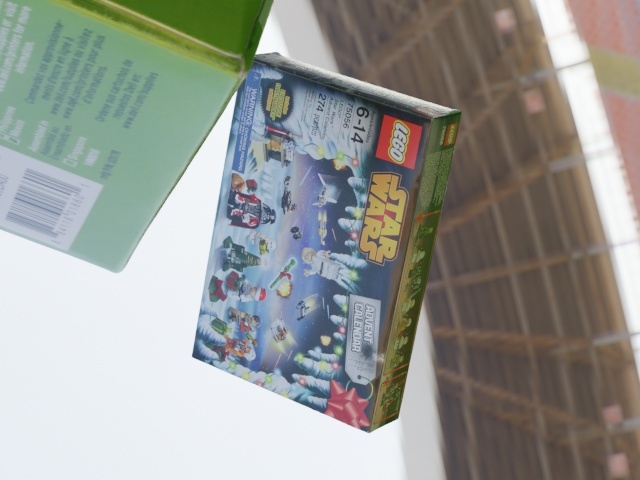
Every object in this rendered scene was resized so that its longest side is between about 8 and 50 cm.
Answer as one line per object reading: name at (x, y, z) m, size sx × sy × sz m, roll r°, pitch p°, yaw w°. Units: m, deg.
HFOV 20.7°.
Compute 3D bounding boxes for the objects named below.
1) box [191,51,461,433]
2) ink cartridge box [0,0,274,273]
box at (0.000, 0.000, 0.724) m, size 0.027 × 0.094 × 0.137 m, roll -18°, pitch -57°, yaw -56°
ink cartridge box at (-0.056, -0.142, 0.602) m, size 0.097 × 0.189 × 0.255 m, roll 21°, pitch -114°, yaw -11°
